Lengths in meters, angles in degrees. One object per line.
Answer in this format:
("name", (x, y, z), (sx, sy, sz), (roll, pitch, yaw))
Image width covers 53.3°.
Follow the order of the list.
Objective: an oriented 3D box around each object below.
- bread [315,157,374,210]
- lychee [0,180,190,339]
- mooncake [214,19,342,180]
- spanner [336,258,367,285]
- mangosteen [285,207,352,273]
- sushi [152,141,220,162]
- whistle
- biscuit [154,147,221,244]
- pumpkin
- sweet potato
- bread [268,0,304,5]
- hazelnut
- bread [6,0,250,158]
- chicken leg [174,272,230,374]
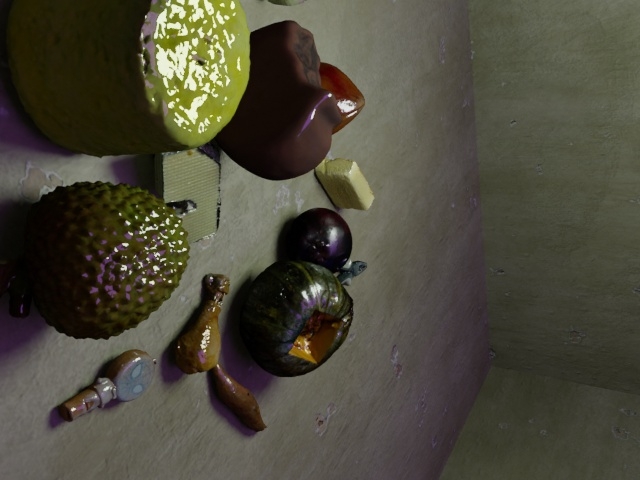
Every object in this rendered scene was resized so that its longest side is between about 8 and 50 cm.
("bread", (0.074, -0.169, 1.909), (0.188, 0.125, 0.068), (55, 52, -48))
("lychee", (-0.379, 0.036, 1.063), (0.320, 0.270, 0.270), (-36, 136, -6))
("mooncake", (-0.096, -0.308, 1.406), (0.334, 0.326, 0.174), (-55, 149, -3))
("spanner", (0.064, 0.103, 2.033), (0.325, 0.040, 0.095), (-13, 107, -57))
("mangosteen", (0.000, 0.000, 1.785), (0.230, 0.194, 0.194), (-63, 153, -75))
("sushi", (-0.285, -0.184, 1.348), (0.150, 0.078, 0.090), (17, 87, -60))
("whistle", (-0.410, 0.285, 1.257), (0.220, 0.057, 0.107), (-30, 135, -48))
("biscuit", (-0.275, -0.094, 1.321), (0.147, 0.046, 0.250), (-26, 141, -36))
("pumpkin", (-0.062, 0.204, 1.645), (0.320, 0.192, 0.320), (-19, 126, -28))
("sweet potato", (-0.196, 0.414, 1.626), (0.314, 0.072, 0.066), (60, 32, -42))
("bread", (-0.102, -0.734, 1.472), (0.187, 0.155, 0.338), (-58, 142, -29))
("hazelnut", (0.017, -0.373, 1.698), (0.208, 0.208, 0.208), (-18, 111, -57))
("bread", (-0.299, -0.312, 1.073), (0.348, 0.308, 0.348), (-14, 105, -61))
("chicken leg", (-0.261, 0.189, 1.463), (0.107, 0.087, 0.251), (63, 37, -59))
